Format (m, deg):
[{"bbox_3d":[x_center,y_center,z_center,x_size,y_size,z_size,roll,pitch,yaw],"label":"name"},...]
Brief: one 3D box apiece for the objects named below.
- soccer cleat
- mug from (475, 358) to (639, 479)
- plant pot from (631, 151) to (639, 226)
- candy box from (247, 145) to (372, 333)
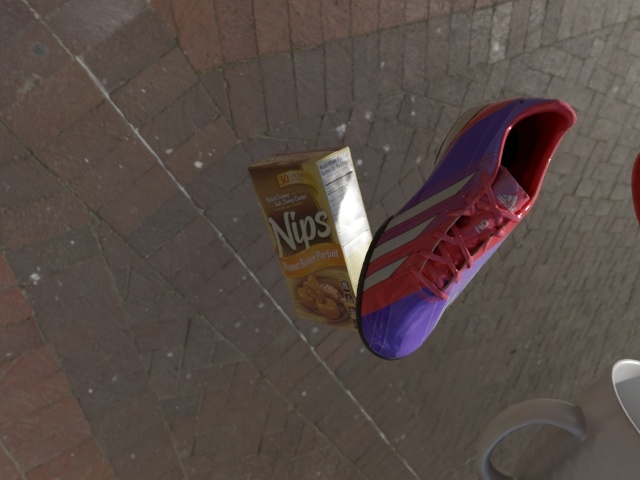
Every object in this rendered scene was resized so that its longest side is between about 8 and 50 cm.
[{"bbox_3d":[0.144,-0.018,0.527,0.108,0.116,0.318,37,78,-20],"label":"soccer cleat"},{"bbox_3d":[0.438,0.384,0.842,0.374,0.276,0.328,27,121,-6],"label":"mug"},{"bbox_3d":[0.822,-0.093,1.043,0.243,0.275,0.275,-13,131,10],"label":"plant pot"},{"bbox_3d":[0.000,0.000,0.919,0.087,0.183,0.316,-34,116,-37],"label":"candy box"}]
